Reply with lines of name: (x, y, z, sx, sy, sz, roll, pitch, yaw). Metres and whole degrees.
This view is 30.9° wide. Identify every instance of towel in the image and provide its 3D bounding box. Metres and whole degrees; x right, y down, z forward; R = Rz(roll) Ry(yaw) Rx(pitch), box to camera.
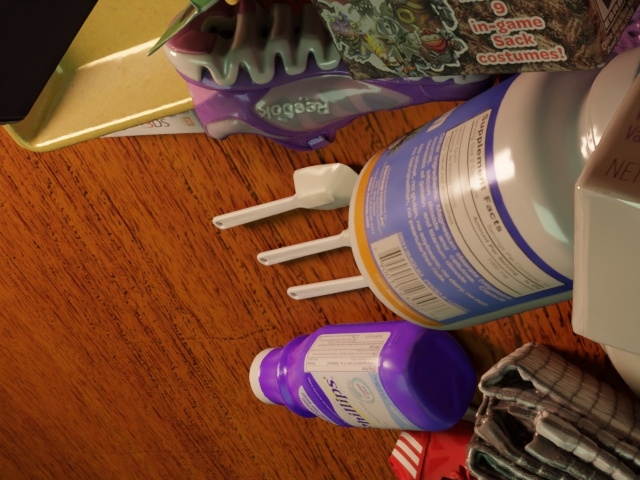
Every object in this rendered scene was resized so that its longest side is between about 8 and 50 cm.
towel: (0.250, 0.207, 0.964, 0.284, 0.121, 0.235, 31, -174, 12)

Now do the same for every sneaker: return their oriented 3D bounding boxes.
sneaker: (0.008, -0.115, 0.840, 0.236, 0.095, 0.104, 1, 130, 5)
sneaker: (0.172, 0.247, 1.210, 0.221, 0.128, 0.087, 10, 142, 39)

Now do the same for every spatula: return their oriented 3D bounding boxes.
spatula: (0.000, 0.000, 1.153, 0.168, 0.019, 0.242, 44, 150, -24)

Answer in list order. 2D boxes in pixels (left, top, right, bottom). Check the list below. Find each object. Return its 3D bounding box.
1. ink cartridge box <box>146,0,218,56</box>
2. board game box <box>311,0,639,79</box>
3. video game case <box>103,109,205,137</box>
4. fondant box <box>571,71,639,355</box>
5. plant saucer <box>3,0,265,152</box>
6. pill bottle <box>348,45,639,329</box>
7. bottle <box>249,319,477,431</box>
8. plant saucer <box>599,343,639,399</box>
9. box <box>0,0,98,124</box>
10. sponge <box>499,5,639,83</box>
ink cartridge box: (-0.047, -0.216, 0.737, 0.209, 0.109, 0.062, -32, 113, 35)
board game box: (0.063, -0.257, 0.517, 0.141, 0.232, 0.291, 4, 138, 40)
video game case: (-0.209, -0.176, 1.105, 0.173, 0.022, 0.190, 2, 136, 43)
fondant box: (0.275, -0.070, 0.467, 0.238, 0.330, 0.096, 19, 144, 27)
plant saucer: (-0.219, -0.243, 0.931, 0.333, 0.081, 0.332, -10, 129, 39)
pill bottle: (0.148, -0.035, 0.759, 0.152, 0.152, 0.272, 44, 149, -14)
bottle: (0.032, 0.145, 1.243, 0.283, 0.092, 0.118, -7, 130, 49)
plant saucer: (0.363, 0.105, 0.827, 0.400, 0.100, 0.400, 23, 151, 14)
box: (-0.234, -0.286, 0.638, 0.312, 0.343, 0.179, 35, -170, 2)
sponge: (0.182, -0.135, 0.765, 0.117, 0.031, 0.210, 26, 149, 18)
